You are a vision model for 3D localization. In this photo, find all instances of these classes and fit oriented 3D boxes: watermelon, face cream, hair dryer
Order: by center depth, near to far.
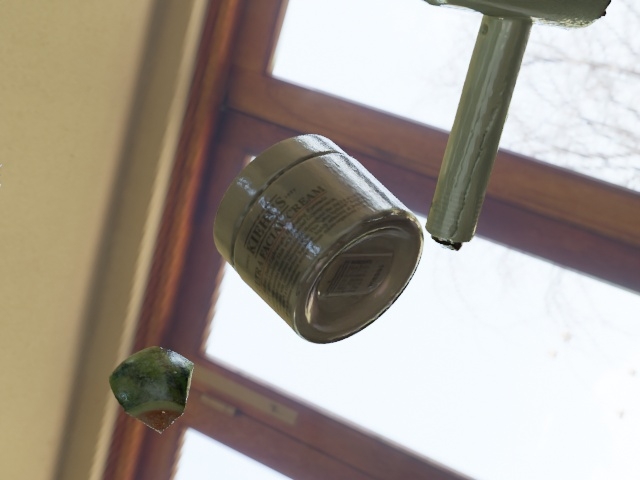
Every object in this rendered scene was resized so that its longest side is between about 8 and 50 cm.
[{"bbox_3d":[0.101,-0.103,0.776,0.131,0.073,0.236,1,-65,-30],"label":"hair dryer"},{"bbox_3d":[0.000,0.000,1.226,0.177,0.153,0.177,-29,-38,-25],"label":"face cream"},{"bbox_3d":[-0.185,0.164,1.263,0.084,0.092,0.072,-72,-13,-64],"label":"watermelon"}]
